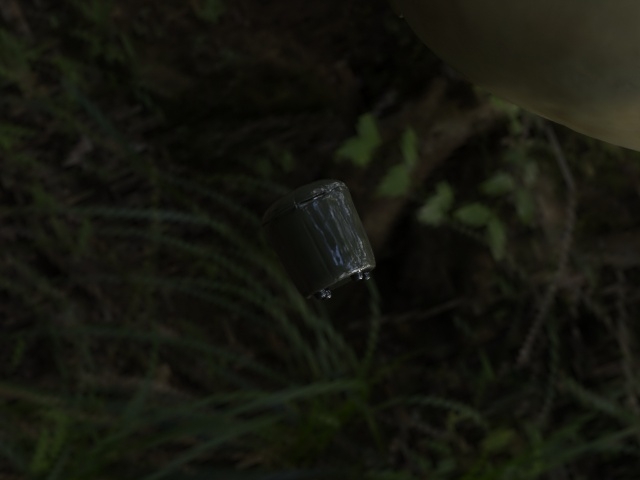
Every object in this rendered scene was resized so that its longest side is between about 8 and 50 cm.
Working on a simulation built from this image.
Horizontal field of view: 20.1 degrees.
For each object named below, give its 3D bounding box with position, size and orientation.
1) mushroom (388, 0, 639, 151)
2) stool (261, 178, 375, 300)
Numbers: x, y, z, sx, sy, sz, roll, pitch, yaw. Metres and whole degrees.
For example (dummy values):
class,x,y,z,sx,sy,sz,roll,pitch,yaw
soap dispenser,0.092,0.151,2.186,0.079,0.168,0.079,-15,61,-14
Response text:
class,x,y,z,sx,sy,sz,roll,pitch,yaw
mushroom,0.191,-0.218,0.954,0.314,0.314,0.336,-71,174,-66
stool,0.000,0.000,1.792,0.110,0.096,0.096,64,16,4
